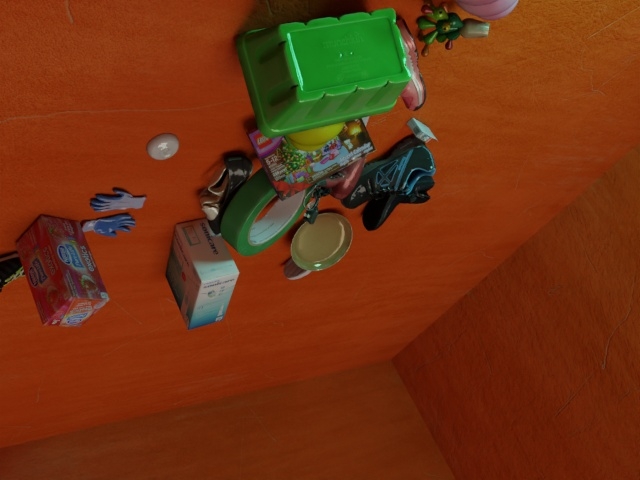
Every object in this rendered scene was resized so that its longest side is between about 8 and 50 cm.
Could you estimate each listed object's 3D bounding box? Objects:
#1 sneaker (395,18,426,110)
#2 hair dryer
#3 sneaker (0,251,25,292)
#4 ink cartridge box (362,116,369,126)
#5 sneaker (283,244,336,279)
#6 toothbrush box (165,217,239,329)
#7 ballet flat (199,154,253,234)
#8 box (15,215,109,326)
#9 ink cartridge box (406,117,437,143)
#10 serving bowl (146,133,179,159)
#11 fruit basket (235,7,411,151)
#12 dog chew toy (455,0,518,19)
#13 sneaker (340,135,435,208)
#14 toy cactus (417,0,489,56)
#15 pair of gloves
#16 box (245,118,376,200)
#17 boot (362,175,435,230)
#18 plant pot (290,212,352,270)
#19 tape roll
[{"bbox_3d":[0.191,-0.450,1.893,0.136,0.116,0.314,-20,148,6],"label":"sneaker"},{"bbox_3d":[0.054,-0.174,2.179,0.294,0.080,0.223,-53,174,-14],"label":"hair dryer"},{"bbox_3d":[-0.827,0.096,1.856,0.234,0.097,0.084,-10,149,-35],"label":"sneaker"},{"bbox_3d":[0.066,-0.313,2.041,0.104,0.062,0.181,-17,152,-22],"label":"ink cartridge box"},{"bbox_3d":[-0.016,0.068,2.631,0.258,0.094,0.091,-34,150,9],"label":"sneaker"},{"bbox_3d":[-0.369,0.104,2.199,0.126,0.216,0.296,-14,152,-29],"label":"toothbrush box"},{"bbox_3d":[-0.283,-0.132,2.006,0.096,0.095,0.280,4,131,-33],"label":"ballet flat"},{"bbox_3d":[-0.656,0.079,1.811,0.128,0.257,0.122,-40,154,23],"label":"box"},{"bbox_3d":[0.321,-0.340,2.248,0.029,0.063,0.115,-40,152,21],"label":"ink cartridge box"},{"bbox_3d":[-0.389,-0.228,1.780,0.083,0.027,0.083,-24,154,-12],"label":"serving bowl"},{"bbox_3d":[-0.008,-0.367,1.679,0.391,0.283,0.392,-15,-177,1],"label":"fruit basket"},{"bbox_3d":[0.383,-0.616,1.655,0.206,0.207,0.332,-35,162,14],"label":"dog chew toy"},{"bbox_3d":[0.214,-0.194,2.325,0.340,0.140,0.125,-36,156,18],"label":"sneaker"},{"bbox_3d":[0.331,-0.531,1.803,0.180,0.112,0.219,9,169,12],"label":"toy cactus"},{"bbox_3d":[-0.553,-0.070,1.914,0.159,0.023,0.198,-4,146,-42],"label":"pair of gloves"},{"bbox_3d":[-0.023,-0.261,1.894,0.293,0.201,0.057,-29,-160,-6],"label":"box"},{"bbox_3d":[0.283,-0.133,2.557,0.207,0.094,0.247,-5,140,-33],"label":"boot"},{"bbox_3d":[0.000,0.000,2.506,0.236,0.032,0.236,-14,126,-20],"label":"plant pot"},{"bbox_3d":[-0.149,-0.099,2.085,0.321,0.077,0.321,-43,161,-18],"label":"tape roll"}]
